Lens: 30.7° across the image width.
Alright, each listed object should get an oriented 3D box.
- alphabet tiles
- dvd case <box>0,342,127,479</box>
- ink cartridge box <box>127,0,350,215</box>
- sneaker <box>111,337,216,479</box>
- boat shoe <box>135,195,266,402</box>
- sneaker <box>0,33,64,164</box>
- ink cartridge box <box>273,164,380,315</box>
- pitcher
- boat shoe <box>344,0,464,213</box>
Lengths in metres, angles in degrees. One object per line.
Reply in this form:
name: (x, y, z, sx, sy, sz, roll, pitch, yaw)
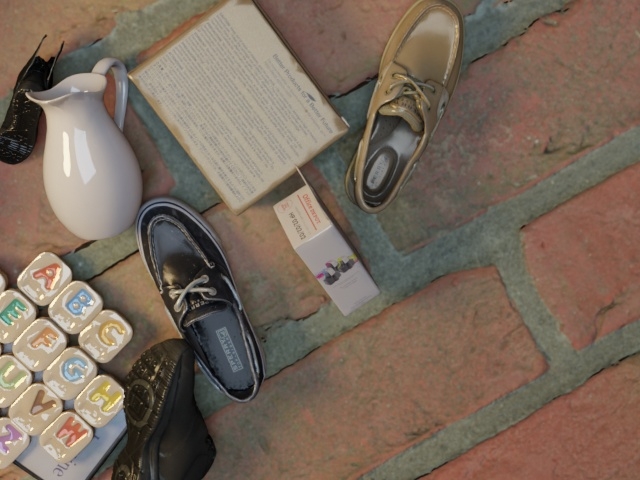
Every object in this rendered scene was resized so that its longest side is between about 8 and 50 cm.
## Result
alphabet tiles: (-0.404, 0.166, 1.581, 0.278, 0.021, 0.284, -45, 97, 4)
dvd case: (-0.393, 0.224, 1.612, 0.253, 0.022, 0.180, 37, 95, -7)
ink cartridge box: (-0.106, -0.183, 1.532, 0.193, 0.088, 0.235, -37, 98, 2)
sneaker: (-0.201, 0.259, 1.580, 0.130, 0.109, 0.286, 0, 117, -31)
boat shoe: (-0.161, 0.081, 1.560, 0.108, 0.102, 0.301, -23, 99, 1)
sneaker: (-0.383, -0.183, 1.534, 0.051, 0.089, 0.170, 20, 134, -15)
ink cartridge box: (0.000, 0.000, 1.517, 0.061, 0.104, 0.181, -33, 128, 3)
pitcher: (-0.289, -0.122, 1.519, 0.125, 0.178, 0.207, 7, 121, 27)
boat shoe: (0.115, -0.177, 1.536, 0.109, 0.098, 0.302, 22, 97, -5)
